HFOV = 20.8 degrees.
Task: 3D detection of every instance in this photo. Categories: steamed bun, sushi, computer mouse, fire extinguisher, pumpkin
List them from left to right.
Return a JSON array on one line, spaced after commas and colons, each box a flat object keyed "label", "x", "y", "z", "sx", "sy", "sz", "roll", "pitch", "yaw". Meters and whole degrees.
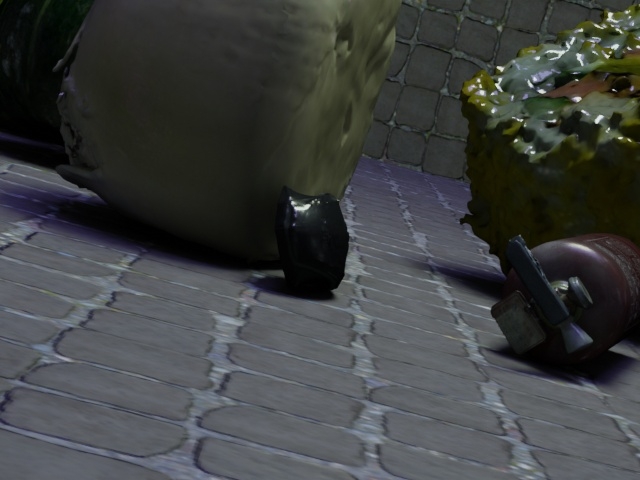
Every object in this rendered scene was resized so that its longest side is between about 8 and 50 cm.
[{"label": "pumpkin", "x": -0.203, "y": -0.167, "z": 1.824, "sx": 0.300, "sy": 0.207, "sz": 0.300, "roll": 18, "pitch": -7, "yaw": 2}, {"label": "steamed bun", "x": -0.078, "y": -0.151, "z": 1.463, "sx": 0.233, "sy": 0.312, "sz": 0.334, "roll": 18, "pitch": -1, "yaw": 11}, {"label": "computer mouse", "x": 0.000, "y": 0.000, "z": 1.323, "sx": 0.047, "sy": 0.079, "sz": 0.135, "roll": -3, "pitch": -8, "yaw": 10}, {"label": "fire extinguisher", "x": 0.191, "y": 0.039, "z": 1.325, "sx": 0.105, "sy": 0.105, "sz": 0.269, "roll": 16, "pitch": 7, "yaw": 16}, {"label": "sushi", "x": 0.341, "y": -0.081, "z": 1.695, "sx": 0.396, "sy": 0.240, "sz": 0.351, "roll": -26, "pitch": 25, "yaw": -38}]

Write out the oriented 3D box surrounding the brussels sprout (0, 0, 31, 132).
[{"label": "brussels sprout", "x": -0.335, "y": -0.233, "z": 2.050, "sx": 0.244, "sy": 0.244, "sz": 0.244, "roll": 15, "pitch": 6, "yaw": -2}]
